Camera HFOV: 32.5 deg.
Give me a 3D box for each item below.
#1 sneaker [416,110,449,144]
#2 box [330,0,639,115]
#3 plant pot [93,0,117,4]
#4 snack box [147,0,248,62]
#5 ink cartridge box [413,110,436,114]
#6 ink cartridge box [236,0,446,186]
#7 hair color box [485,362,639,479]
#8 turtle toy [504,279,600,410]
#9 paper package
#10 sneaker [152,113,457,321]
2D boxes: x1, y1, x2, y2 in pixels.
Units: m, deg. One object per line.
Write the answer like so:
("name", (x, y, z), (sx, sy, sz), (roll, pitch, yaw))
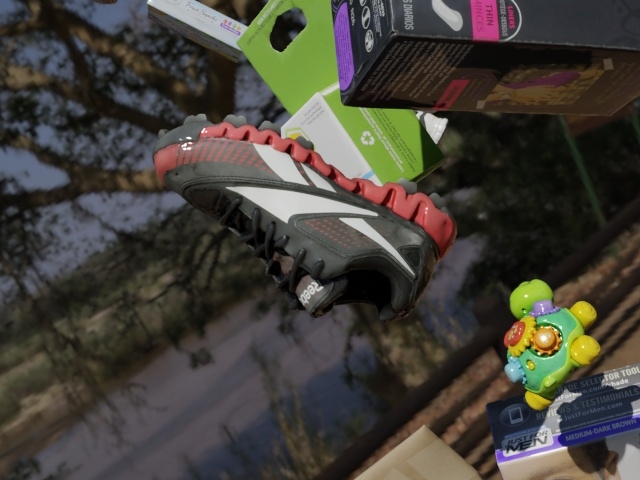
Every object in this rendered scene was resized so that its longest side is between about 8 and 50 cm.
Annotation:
("sneaker", (0.110, -0.105, 1.290), (0.109, 0.043, 0.040), (-64, -3, 30))
("box", (0.156, -0.209, 0.938), (0.270, 0.165, 0.143), (0, -16, -17))
("plant pot", (-0.386, -0.455, 1.659), (0.032, 0.236, 0.236), (-36, 4, -14))
("snack box", (-0.166, -0.296, 1.503), (0.037, 0.141, 0.100), (-65, 8, -5))
("ink cartridge box", (0.085, -0.247, 1.632), (0.232, 0.189, 0.066), (-25, -37, 12))
("ink cartridge box", (-0.014, -0.135, 1.177), (0.097, 0.255, 0.189), (-35, -1, -34))
("hair color box", (0.325, 0.313, 1.251), (0.185, 0.339, 0.110), (-17, 30, 11))
("turtle toy", (0.208, 0.090, 1.035), (0.095, 0.066, 0.130), (-56, 14, 35))
("paper package", (0.105, 0.520, 1.886), (0.325, 0.168, 0.310), (-24, -33, -53))
("sneaker", (-0.021, -0.012, 0.939), (0.098, 0.276, 0.135), (123, 167, -59))
